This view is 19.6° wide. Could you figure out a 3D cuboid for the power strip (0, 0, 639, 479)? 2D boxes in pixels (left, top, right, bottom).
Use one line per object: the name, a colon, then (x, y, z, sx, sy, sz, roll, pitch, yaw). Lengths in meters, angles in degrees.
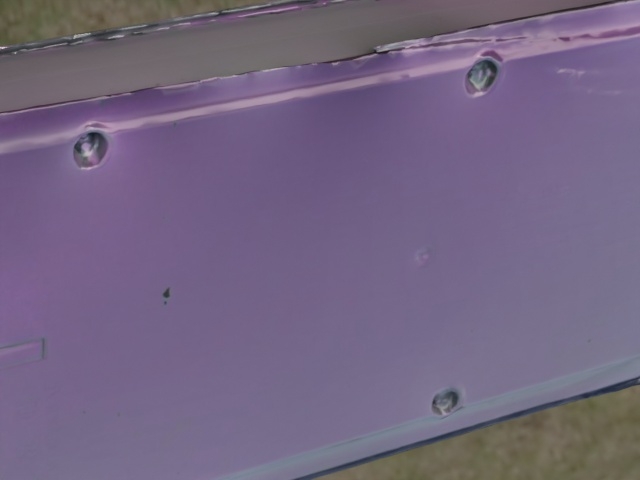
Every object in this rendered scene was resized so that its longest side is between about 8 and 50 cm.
power strip: (0.000, 0.000, 0.417, 0.279, 0.037, 0.109, -13, 123, -29)
